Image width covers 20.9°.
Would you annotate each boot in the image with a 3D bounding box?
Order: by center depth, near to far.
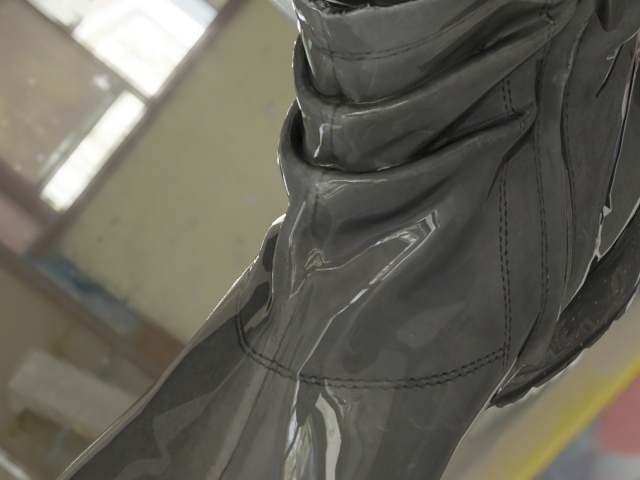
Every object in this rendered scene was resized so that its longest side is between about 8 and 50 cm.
[{"bbox_3d":[0.000,0.000,0.493,0.338,0.118,0.223,-50,-25,-34],"label":"boot"}]

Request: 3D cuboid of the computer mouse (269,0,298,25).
[{"bbox_3d":[-0.003,-0.125,0.720,0.106,0.193,0.042,-51,-4,-11],"label":"computer mouse"}]
